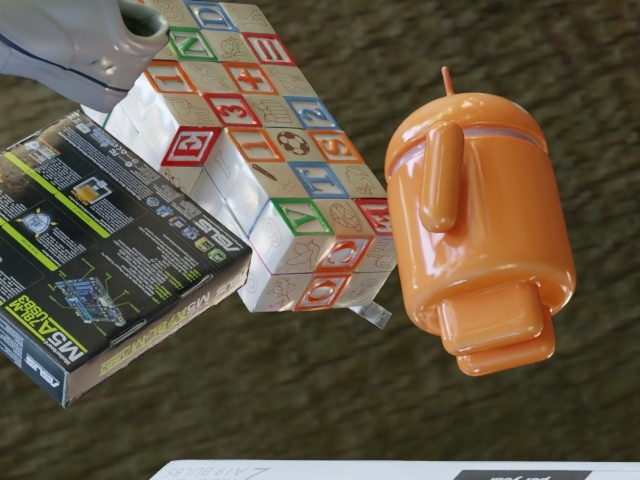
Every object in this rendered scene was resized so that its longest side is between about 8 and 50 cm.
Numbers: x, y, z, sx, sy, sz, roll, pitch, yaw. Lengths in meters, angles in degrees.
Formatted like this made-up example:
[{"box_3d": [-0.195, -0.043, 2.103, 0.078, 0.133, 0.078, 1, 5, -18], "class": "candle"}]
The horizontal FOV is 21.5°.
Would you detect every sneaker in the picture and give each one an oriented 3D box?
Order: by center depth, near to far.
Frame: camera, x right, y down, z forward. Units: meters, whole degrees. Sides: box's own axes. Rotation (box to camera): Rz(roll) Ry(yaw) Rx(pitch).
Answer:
[{"box_3d": [-0.194, -0.164, 1.150, 0.094, 0.091, 0.258, 47, -169, 22], "class": "sneaker"}]

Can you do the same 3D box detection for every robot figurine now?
[{"box_3d": [0.114, -0.016, 1.229, 0.128, 0.158, 0.219, -41, 48, 45], "class": "robot figurine"}]

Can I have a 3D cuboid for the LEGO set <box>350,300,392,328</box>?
[{"box_3d": [0.000, 0.000, 1.637, 0.093, 0.087, 0.227, 33, 179, 34], "class": "LEGO set"}]

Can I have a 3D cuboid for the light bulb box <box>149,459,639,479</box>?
[{"box_3d": [-0.006, 0.276, 0.694, 0.357, 0.361, 0.225, -6, 111, 36], "class": "light bulb box"}]

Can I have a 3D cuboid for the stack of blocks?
[{"box_3d": [-0.073, -0.076, 1.411, 0.297, 0.171, 0.087, 56, 131, 32], "class": "stack of blocks"}]

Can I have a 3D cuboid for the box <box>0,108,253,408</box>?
[{"box_3d": [-0.177, 0.006, 1.203, 0.190, 0.184, 0.045, 38, 142, 21], "class": "box"}]
